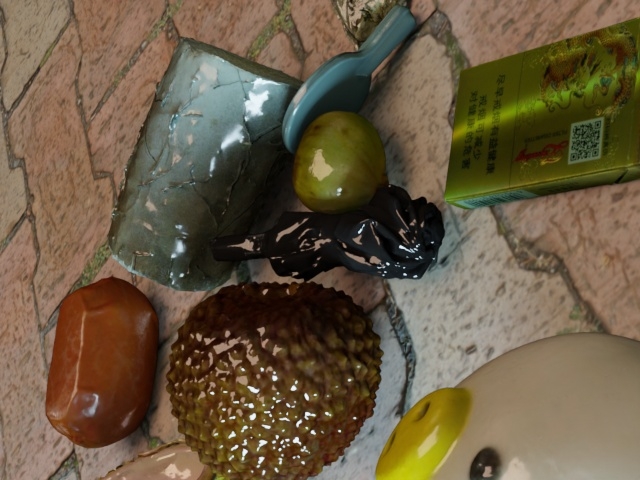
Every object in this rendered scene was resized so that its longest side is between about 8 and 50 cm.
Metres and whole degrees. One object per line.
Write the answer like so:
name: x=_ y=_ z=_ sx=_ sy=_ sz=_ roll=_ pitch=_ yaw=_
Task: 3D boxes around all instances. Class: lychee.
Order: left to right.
lychee: x=-0.056 y=0.178 z=1.774 sx=0.267 sy=0.267 sz=0.267 roll=-26 pitch=55 yaw=46

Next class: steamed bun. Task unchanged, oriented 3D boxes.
steamed bun: x=0.215 y=0.261 z=1.301 sx=0.374 sy=0.334 sz=0.334 roll=-54 pitch=39 yaw=32

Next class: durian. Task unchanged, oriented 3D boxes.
durian: x=-0.200 y=0.350 z=1.963 sx=0.196 sy=0.185 sz=0.305 roll=-56 pitch=20 yaw=-14

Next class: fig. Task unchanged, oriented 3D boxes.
fig: x=0.023 y=-0.095 z=1.869 sx=0.153 sy=0.120 sz=0.136 roll=-96 pitch=6 yaw=-47

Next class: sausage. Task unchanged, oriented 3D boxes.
sausage: x=-0.334 y=0.188 z=2.227 sx=0.153 sy=0.141 sz=0.268 roll=-21 pitch=57 yaw=49

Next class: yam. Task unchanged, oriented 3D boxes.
yam: x=-0.150 y=-0.112 z=2.037 sx=0.348 sy=0.241 sz=0.241 roll=-63 pitch=36 yaw=19

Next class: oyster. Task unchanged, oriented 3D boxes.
oyster: x=0.076 y=-0.343 z=1.970 sx=0.125 sy=0.064 sz=0.177 roll=42 pitch=100 yaw=37

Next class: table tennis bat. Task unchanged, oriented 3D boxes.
table tennis bat: x=0.038 y=-0.210 z=1.912 sx=0.040 sy=0.153 sz=0.244 roll=40 pitch=89 yaw=25

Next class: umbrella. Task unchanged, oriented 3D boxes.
umbrella: x=0.000 y=0.000 z=1.810 sx=0.340 sy=0.118 sz=0.118 roll=-3 pitch=73 yaw=36

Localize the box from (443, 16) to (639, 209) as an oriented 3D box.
box: x=0.264 y=-0.138 z=1.632 sx=0.311 sy=0.043 sz=0.173 roll=-11 pitch=67 yaw=52
